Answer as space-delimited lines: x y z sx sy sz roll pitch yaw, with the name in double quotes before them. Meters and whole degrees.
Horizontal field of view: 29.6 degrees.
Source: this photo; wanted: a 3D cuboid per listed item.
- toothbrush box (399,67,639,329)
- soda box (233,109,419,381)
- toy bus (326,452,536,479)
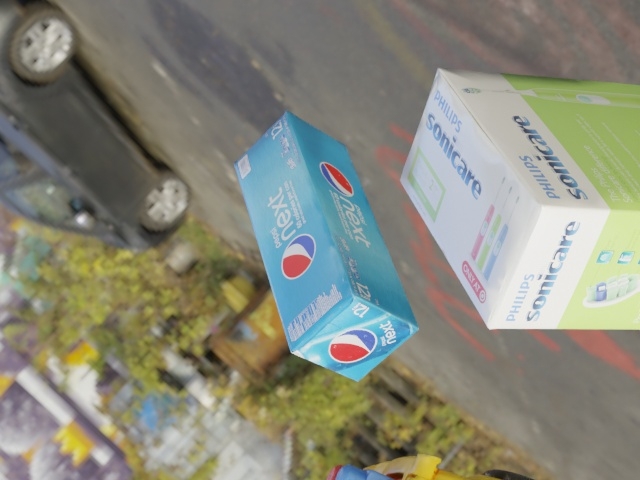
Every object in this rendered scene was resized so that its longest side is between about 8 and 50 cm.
"toothbrush box" 0.239 -0.034 0.997 0.283 0.122 0.206 2 -144 -23
"soda box" 0.000 0.000 0.911 0.071 0.067 0.210 28 -150 -37
"toy bus" 0.075 0.249 1.013 0.211 0.149 0.220 23 164 -5
